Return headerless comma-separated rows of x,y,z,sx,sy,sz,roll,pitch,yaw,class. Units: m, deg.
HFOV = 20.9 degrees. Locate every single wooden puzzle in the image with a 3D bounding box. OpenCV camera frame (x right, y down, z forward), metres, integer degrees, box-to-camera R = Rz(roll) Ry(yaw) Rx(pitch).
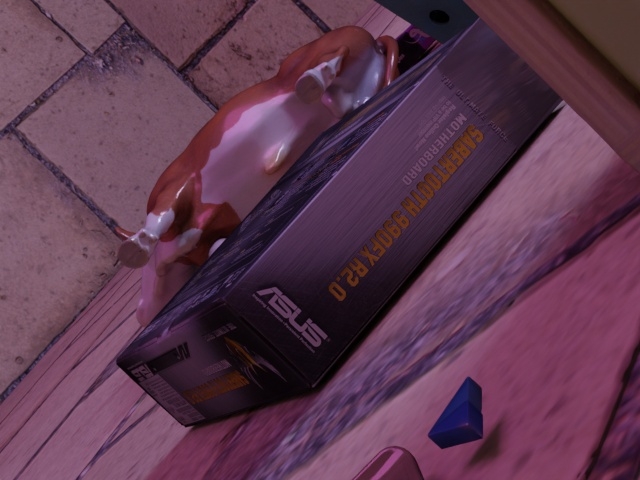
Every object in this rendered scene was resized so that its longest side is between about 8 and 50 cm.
0.005,0.089,0.454,0.116,0.014,0.078,-45,11,9,wooden puzzle

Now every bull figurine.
-0.059,-0.041,1.318,0.310,0.101,0.188,-47,10,16,bull figurine

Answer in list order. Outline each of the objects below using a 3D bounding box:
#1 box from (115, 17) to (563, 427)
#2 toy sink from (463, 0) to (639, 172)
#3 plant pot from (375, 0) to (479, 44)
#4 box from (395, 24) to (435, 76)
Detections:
0.000,0.000,0.846,0.183,0.056,0.231,-48,7,-21,box
0.081,-0.164,0.537,0.153,0.234,0.131,-41,7,31,toy sink
0.115,-0.233,1.053,0.166,0.165,0.234,-38,27,53,plant pot
0.031,-0.122,1.549,0.162,0.029,0.116,-48,6,-27,box
